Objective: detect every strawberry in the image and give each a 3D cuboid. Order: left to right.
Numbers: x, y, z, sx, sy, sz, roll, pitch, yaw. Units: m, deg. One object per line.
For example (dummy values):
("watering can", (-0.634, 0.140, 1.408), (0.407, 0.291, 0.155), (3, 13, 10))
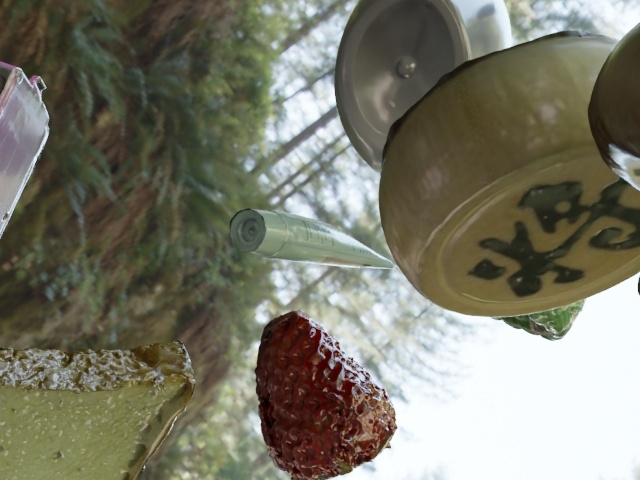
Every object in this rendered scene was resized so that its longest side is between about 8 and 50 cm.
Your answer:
("strawberry", (-0.012, 0.222, 1.448), (0.244, 0.205, 0.205), (66, -18, 3))

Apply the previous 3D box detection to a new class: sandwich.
("sandwich", (-0.285, 0.199, 1.063), (0.087, 0.251, 0.226), (51, -57, 39))

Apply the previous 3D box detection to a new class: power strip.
("power strip", (-0.296, -0.014, 0.809), (0.037, 0.279, 0.109), (18, -17, 7))

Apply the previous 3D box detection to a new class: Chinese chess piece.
("Chinese chess piece", (0.172, -0.042, 0.776), (0.257, 0.257, 0.104), (82, -5, -58))

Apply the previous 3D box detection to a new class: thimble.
("thimble", (0.295, 0.041, 1.480), (0.219, 0.150, 0.219), (28, -8, 4))

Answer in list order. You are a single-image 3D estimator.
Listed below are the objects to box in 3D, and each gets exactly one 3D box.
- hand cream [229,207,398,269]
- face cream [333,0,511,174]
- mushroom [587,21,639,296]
("hand cream", (0.000, 0.000, 1.260), (0.085, 0.058, 0.331), (29, 11, 28))
("face cream", (0.147, -0.238, 1.372), (0.219, 0.313, 0.357), (16, 13, 13))
("mushroom", (0.235, -0.028, 0.510), (0.226, 0.178, 0.226), (37, 13, -11))
